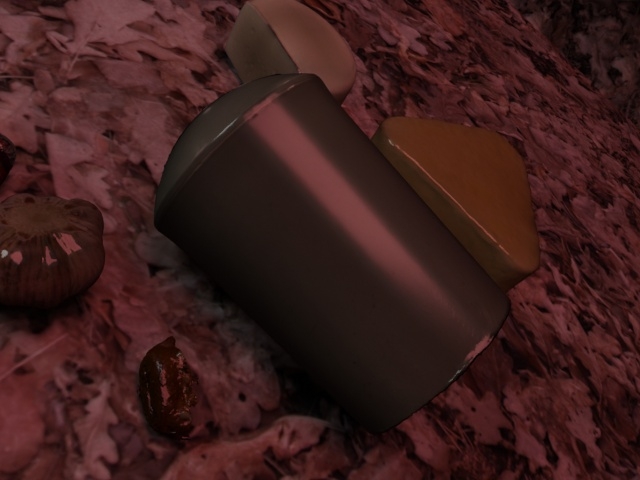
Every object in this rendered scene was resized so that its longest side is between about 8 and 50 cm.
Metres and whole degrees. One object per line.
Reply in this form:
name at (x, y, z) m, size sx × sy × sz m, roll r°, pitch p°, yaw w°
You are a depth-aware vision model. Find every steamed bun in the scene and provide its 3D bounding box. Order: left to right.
steamed bun at (-0.041, -0.314, 1.127) m, size 0.164 × 0.146 × 0.242 m, roll -17°, pitch 67°, yaw -39°

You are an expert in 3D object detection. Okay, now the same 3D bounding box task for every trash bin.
trash bin at (0.000, 0.000, 0.799) m, size 0.432 × 0.280 × 0.280 m, roll 47°, pitch 42°, yaw 2°

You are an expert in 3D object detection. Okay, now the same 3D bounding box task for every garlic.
garlic at (-0.310, 0.014, 0.686) m, size 0.147 × 0.102 × 0.159 m, roll 22°, pitch 31°, yaw -1°

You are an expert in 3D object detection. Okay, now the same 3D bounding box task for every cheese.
cheese at (0.240, -0.111, 1.193) m, size 0.384 × 0.104 × 0.384 m, roll 20°, pitch 46°, yaw -22°

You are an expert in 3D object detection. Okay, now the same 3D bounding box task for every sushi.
sushi at (-0.166, 0.163, 0.701) m, size 0.060 × 0.061 × 0.118 m, roll 8°, pitch 70°, yaw -42°

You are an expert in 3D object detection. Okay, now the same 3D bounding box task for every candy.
candy at (-0.391, -0.076, 0.729) m, size 0.175 × 0.043 × 0.045 m, roll -105°, pitch 172°, yaw -58°
